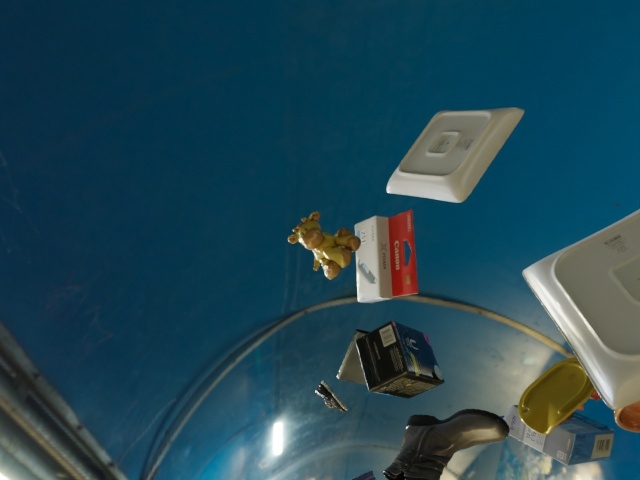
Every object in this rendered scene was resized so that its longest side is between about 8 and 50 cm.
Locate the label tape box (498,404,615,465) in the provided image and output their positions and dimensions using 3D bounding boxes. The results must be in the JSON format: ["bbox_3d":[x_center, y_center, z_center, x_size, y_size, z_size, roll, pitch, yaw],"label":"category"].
[{"bbox_3d":[0.778,0.634,1.874,0.249,0.115,0.347,9,5,-34],"label":"label tape box"}]

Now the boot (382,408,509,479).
[{"bbox_3d":[0.348,0.592,1.495,0.338,0.223,0.118,-26,-73,42],"label":"boot"}]

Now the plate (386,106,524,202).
[{"bbox_3d":[0.306,-0.222,1.306,0.045,0.277,0.278,44,-14,-31],"label":"plate"}]

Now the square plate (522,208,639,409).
[{"bbox_3d":[0.569,0.071,0.935,0.347,0.344,0.049,-30,-54,14],"label":"square plate"}]

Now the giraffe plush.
[{"bbox_3d":[0.000,0.000,1.761,0.170,0.181,0.210,41,-15,-27],"label":"giraffe plush"}]

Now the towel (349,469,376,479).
[{"bbox_3d":[0.118,0.880,1.579,0.243,0.336,0.040,-16,-17,-25],"label":"towel"}]

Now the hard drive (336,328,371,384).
[{"bbox_3d":[0.107,0.294,1.370,0.094,0.022,0.135,17,-80,-25],"label":"hard drive"}]

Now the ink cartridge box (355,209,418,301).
[{"bbox_3d":[0.224,0.057,1.913,0.066,0.297,0.261,6,-15,-31],"label":"ink cartridge box"}]

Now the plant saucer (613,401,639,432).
[{"bbox_3d":[0.626,0.283,0.975,0.199,0.037,0.200,-2,-45,-2],"label":"plant saucer"}]

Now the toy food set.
[{"bbox_3d":[0.508,0.312,1.097,0.218,0.128,0.071,-44,-75,8],"label":"toy food set"}]

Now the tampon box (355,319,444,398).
[{"bbox_3d":[0.174,0.262,1.180,0.101,0.121,0.161,-34,-37,27],"label":"tampon box"}]

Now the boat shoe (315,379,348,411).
[{"bbox_3d":[0.026,0.398,1.363,0.046,0.038,0.125,47,-8,-34],"label":"boat shoe"}]
